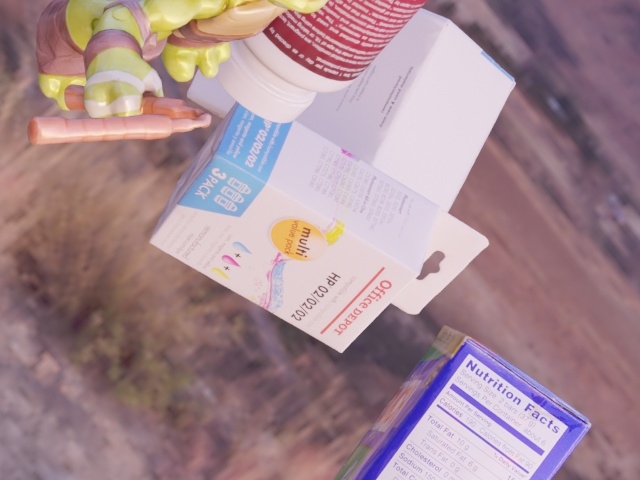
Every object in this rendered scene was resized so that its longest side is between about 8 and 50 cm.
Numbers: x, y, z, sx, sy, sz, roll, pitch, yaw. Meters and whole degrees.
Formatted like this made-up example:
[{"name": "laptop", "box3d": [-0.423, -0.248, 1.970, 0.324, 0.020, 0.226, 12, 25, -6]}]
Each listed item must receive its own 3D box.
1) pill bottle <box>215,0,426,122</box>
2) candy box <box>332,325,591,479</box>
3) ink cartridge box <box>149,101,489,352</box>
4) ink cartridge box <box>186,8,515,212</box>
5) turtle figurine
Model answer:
[{"name": "pill bottle", "box3d": [0.007, -0.137, 1.005, 0.086, 0.152, 0.086, 30, 32, -22]}, {"name": "candy box", "box3d": [0.058, 0.225, 1.428, 0.122, 0.317, 0.268, 37, -1, 2]}, {"name": "ink cartridge box", "box3d": [0.000, 0.000, 1.146, 0.181, 0.104, 0.061, 30, 49, -10]}, {"name": "ink cartridge box", "box3d": [0.029, -0.149, 1.790, 0.233, 0.168, 0.171, 27, -1, 32]}, {"name": "turtle figurine", "box3d": [-0.057, -0.110, 0.849, 0.217, 0.269, 0.087, -10, -68, 60]}]
